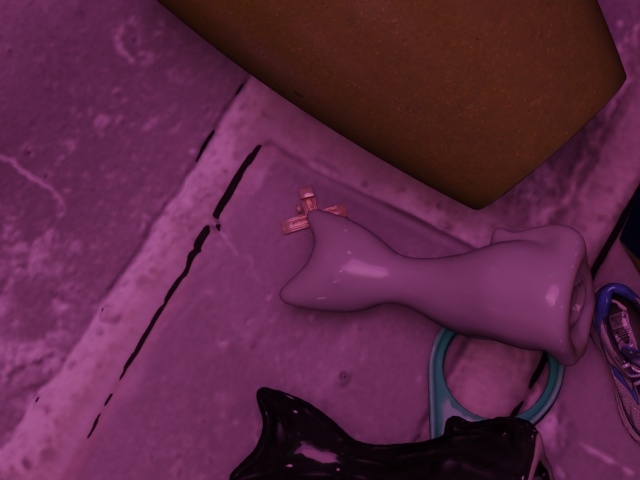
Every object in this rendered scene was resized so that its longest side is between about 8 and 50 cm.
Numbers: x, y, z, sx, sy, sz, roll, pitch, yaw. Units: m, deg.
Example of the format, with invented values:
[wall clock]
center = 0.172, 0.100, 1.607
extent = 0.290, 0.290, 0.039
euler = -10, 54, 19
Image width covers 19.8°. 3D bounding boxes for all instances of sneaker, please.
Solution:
[sneaker]
center = 0.217, 0.087, 1.229
extent = 0.052, 0.058, 0.135
euler = -28, 76, -4

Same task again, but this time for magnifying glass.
[magnifying glass]
center = 0.093, 0.143, 1.239
extent = 0.092, 0.026, 0.231
euler = 24, 79, 9

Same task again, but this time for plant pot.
[plant pot]
center = 0.056, -0.172, 1.219
extent = 0.275, 0.275, 0.293
euler = -42, 92, -7

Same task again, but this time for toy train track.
[toy train track]
center = 0.000, 0.000, 1.287
extent = 0.048, 0.014, 0.083
euler = -17, 76, -1

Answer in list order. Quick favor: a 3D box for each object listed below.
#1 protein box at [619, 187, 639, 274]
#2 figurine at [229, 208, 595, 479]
[protein box]
center = 0.320, -0.015, 1.176
extent = 0.201, 0.200, 0.136
euler = -27, 76, -4
[figurine]
center = 0.059, 0.084, 1.208
extent = 0.209, 0.092, 0.214
euler = 9, 74, 21
